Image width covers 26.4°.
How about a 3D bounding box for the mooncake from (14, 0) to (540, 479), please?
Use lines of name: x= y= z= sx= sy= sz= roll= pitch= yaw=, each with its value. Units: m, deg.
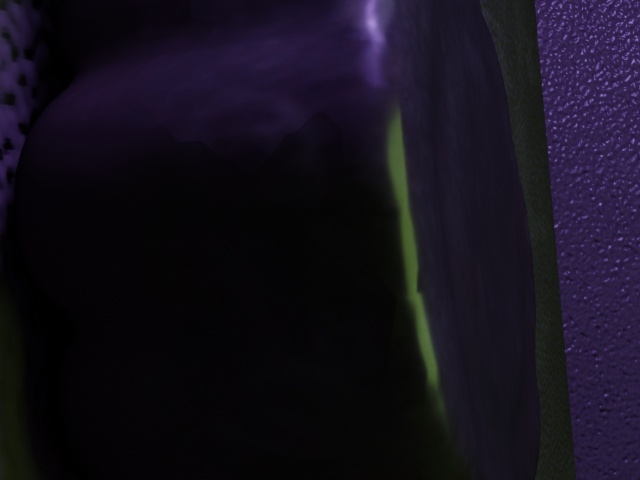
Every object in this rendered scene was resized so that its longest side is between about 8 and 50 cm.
mooncake: x=0.000 y=0.000 z=0.570 sx=0.306 sy=0.154 sz=0.306 roll=-4 pitch=90 yaw=-76
